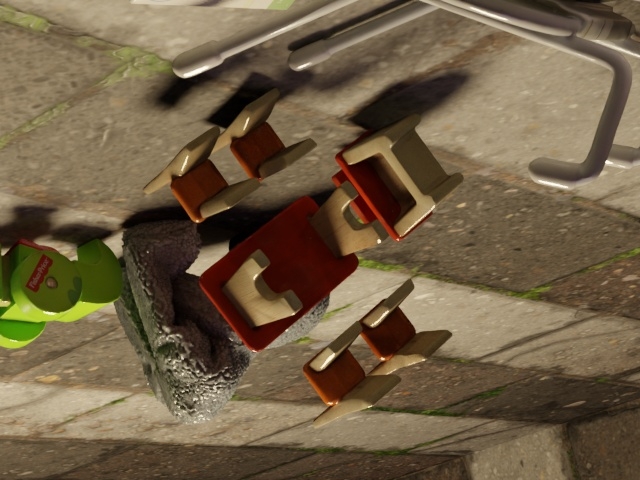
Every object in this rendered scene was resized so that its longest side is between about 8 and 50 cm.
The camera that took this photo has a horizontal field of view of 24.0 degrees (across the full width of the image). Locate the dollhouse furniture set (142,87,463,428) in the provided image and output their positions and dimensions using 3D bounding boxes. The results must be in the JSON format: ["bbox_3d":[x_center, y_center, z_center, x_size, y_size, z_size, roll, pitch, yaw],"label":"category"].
[{"bbox_3d":[0.000,0.000,1.333,0.259,0.262,0.135,-38,-177,-38],"label":"dollhouse furniture set"}]

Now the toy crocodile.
[{"bbox_3d":[-0.346,0.035,1.443,0.340,0.105,0.115,6,156,-32],"label":"toy crocodile"}]

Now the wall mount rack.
[{"bbox_3d":[0.087,-0.133,1.069,0.304,0.131,0.350,22,-166,18],"label":"wall mount rack"}]

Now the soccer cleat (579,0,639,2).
[{"bbox_3d":[0.220,-0.187,0.908,0.318,0.109,0.116,28,176,23],"label":"soccer cleat"}]

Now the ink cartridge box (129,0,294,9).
[{"bbox_3d":[-0.094,-0.209,0.932,0.235,0.056,0.171,-4,161,-29],"label":"ink cartridge box"}]

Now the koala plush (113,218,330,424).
[{"bbox_3d":[-0.084,0.072,1.591,0.221,0.203,0.196,-18,165,-20],"label":"koala plush"}]
